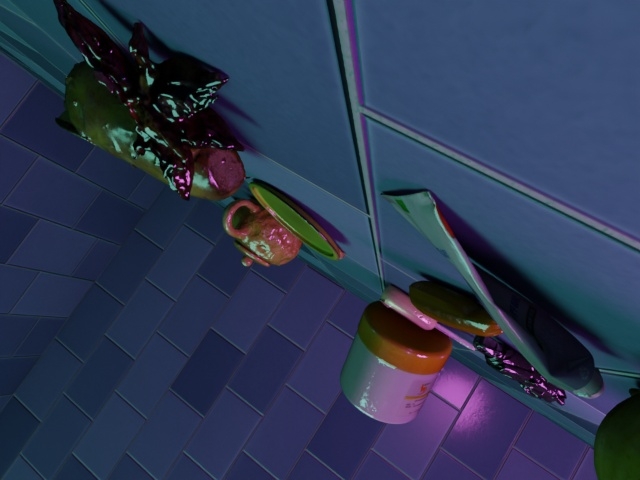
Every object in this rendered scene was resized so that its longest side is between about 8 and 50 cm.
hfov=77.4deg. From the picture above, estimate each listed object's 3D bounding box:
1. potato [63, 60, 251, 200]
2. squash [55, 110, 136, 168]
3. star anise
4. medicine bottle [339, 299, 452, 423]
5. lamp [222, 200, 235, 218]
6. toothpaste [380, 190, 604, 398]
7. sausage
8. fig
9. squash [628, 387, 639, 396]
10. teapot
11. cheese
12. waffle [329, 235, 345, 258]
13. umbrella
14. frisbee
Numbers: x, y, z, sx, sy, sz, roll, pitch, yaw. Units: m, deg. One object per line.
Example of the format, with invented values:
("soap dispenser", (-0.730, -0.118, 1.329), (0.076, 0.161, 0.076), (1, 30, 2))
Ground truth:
("potato", (-0.206, -0.139, 0.524), (0.251, 0.113, 0.149), (27, 172, -9))
("squash", (-0.430, -0.238, 0.828), (0.170, 0.122, 0.170), (32, 173, 4))
("star anise", (-0.148, -0.133, 0.401), (0.157, 0.053, 0.212), (3, 130, 15))
("medicine bottle", (0.195, 0.315, 1.062), (0.238, 0.231, 0.238), (15, -159, -6))
("lamp", (-0.296, -0.090, 1.407), (0.101, 0.101, 0.250), (36, -179, -24))
("toothpaste", (0.175, 0.057, 0.382), (0.301, 0.048, 0.075), (42, -160, -14))
("sausage", (0.194, 0.100, 0.581), (0.062, 0.054, 0.183), (3, -169, -36))
("fig", (0.317, 0.185, 0.332), (0.136, 0.120, 0.153), (39, 137, -20))
("squash", (0.433, 0.293, 0.462), (0.289, 0.203, 0.111), (29, -148, 11))
("teapot", (-0.167, -0.005, 1.084), (0.203, 0.167, 0.311), (30, 173, 30))
("cheese", (0.263, 0.198, 0.990), (0.256, 0.050, 0.127), (32, 174, 11))
("waffle", (0.000, 0.000, 0.929), (0.098, 0.023, 0.153), (29, 174, 23))
("umbrella", (0.378, 0.248, 0.773), (0.236, 0.059, 0.066), (34, 157, -17))
("frisbee", (-0.052, -0.039, 0.811), (0.236, 0.017, 0.236), (39, 170, 8))
